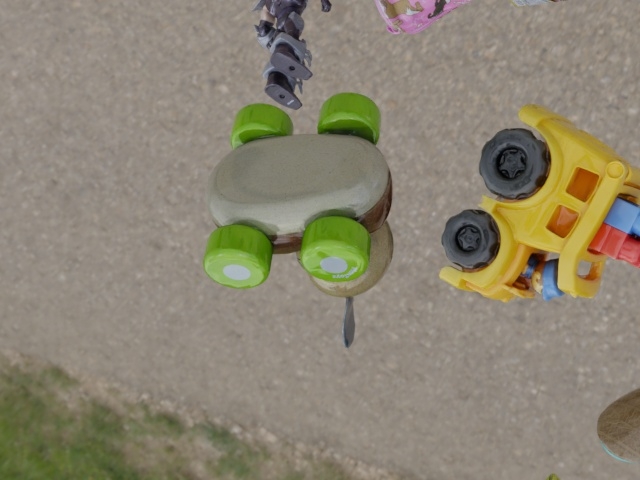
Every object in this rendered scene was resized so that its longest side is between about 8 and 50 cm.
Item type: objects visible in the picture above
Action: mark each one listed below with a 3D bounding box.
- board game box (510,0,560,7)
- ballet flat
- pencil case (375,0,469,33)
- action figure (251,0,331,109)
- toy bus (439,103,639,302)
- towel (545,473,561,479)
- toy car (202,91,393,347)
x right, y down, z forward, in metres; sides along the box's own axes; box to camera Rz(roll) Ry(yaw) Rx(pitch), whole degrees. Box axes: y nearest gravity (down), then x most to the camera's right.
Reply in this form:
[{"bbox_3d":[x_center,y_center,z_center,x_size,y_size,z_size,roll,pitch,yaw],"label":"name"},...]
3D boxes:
[{"bbox_3d":[0.293,-0.388,1.326,0.165,0.042,0.243,1,170,34],"label":"board game box"},{"bbox_3d":[0.517,0.205,1.224,0.343,0.116,0.124,0,144,-11],"label":"ballet flat"},{"bbox_3d":[0.269,-0.505,1.732,0.386,0.167,0.160,-20,149,25],"label":"pencil case"},{"bbox_3d":[-0.055,-0.377,1.746,0.099,0.284,0.185,19,141,-23],"label":"action figure"},{"bbox_3d":[0.266,-0.008,1.068,0.211,0.149,0.220,34,105,29],"label":"toy bus"},{"bbox_3d":[0.168,0.197,0.376,0.237,0.102,0.021,42,115,-3],"label":"towel"},{"bbox_3d":[0.000,0.000,0.820,0.149,0.155,0.188,-5,142,16],"label":"toy car"}]
